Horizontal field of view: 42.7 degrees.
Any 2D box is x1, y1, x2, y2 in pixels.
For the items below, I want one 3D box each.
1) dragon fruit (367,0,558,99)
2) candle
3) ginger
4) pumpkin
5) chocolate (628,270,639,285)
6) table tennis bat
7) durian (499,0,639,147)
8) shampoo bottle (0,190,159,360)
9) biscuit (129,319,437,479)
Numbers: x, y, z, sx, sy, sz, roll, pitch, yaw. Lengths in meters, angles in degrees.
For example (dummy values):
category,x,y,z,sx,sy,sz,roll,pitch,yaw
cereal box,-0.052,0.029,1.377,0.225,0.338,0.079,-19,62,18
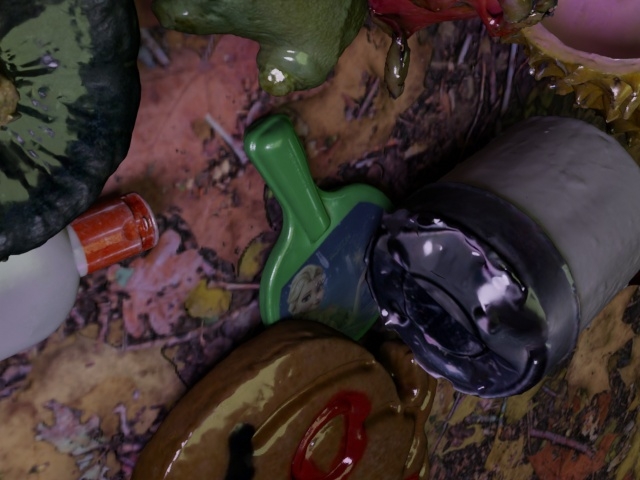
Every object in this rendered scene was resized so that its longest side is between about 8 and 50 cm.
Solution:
category,x,y,z,sx,sy,sz,roll,pitch,yaw
dragon fruit,0.112,-0.236,0.540,0.211,0.147,0.283,3,91,-63
candle,0.194,-0.014,0.734,0.330,0.187,0.188,-36,131,-34
ginger,-0.061,-0.202,0.492,0.137,0.089,0.290,-29,137,3
pumpkin,-0.185,-0.084,0.390,0.211,0.152,0.212,-5,99,-35
chocolate,0.296,-0.017,0.891,0.080,0.125,0.149,-4,77,-30
table tennis bat,0.000,0.000,0.679,0.160,0.039,0.257,-44,135,-18
durian,0.278,-0.157,0.706,0.185,0.305,0.196,-49,160,-8
shampoo bottle,-0.205,0.025,0.498,0.220,0.051,0.108,-25,123,-30
biscuit,-0.003,0.222,0.747,0.314,0.063,0.367,-42,134,-11
